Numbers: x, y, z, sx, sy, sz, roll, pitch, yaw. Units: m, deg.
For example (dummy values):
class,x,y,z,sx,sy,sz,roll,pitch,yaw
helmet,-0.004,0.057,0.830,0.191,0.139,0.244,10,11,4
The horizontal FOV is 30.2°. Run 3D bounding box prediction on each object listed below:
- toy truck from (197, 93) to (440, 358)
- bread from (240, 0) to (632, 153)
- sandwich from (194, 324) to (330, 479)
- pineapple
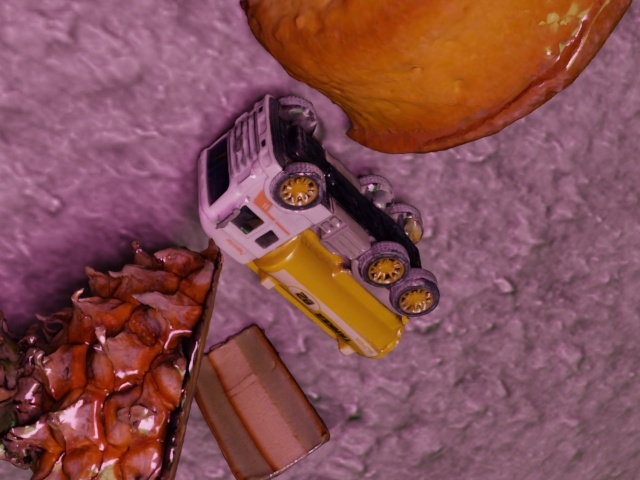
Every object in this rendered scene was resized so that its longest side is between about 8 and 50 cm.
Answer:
class,x,y,z,sx,sy,sz,roll,pitch,yaw
toy truck,0.000,0.000,0.903,0.114,0.098,0.227,-32,128,21
bread,0.114,-0.207,0.804,0.194,0.179,0.340,32,99,-33
sandwich,-0.032,0.159,0.932,0.079,0.163,0.113,-33,125,-6
pineapple,-0.221,0.090,0.807,0.272,0.262,0.262,12,111,-5
